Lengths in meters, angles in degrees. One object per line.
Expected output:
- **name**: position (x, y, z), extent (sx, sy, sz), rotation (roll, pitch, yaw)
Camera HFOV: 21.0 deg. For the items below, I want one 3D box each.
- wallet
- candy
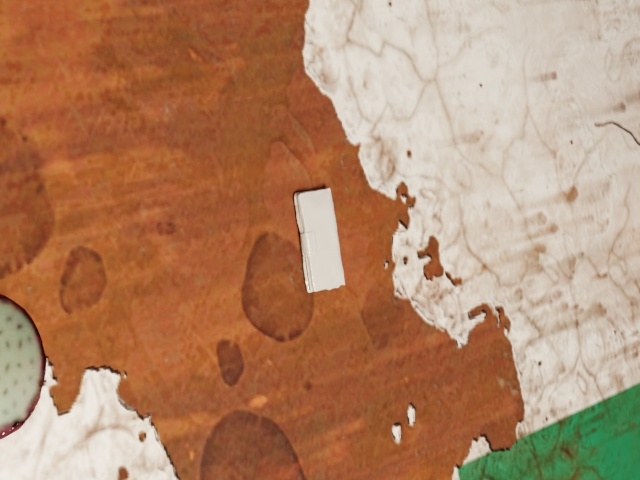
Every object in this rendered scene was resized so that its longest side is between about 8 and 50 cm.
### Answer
- **wallet**: position (0.000, 0.000, 1.408), extent (0.044, 0.011, 0.083), rotation (-10, 93, -49)
- **candy**: position (-0.224, 0.081, 1.113), extent (0.103, 0.043, 0.103), rotation (8, 79, -49)
